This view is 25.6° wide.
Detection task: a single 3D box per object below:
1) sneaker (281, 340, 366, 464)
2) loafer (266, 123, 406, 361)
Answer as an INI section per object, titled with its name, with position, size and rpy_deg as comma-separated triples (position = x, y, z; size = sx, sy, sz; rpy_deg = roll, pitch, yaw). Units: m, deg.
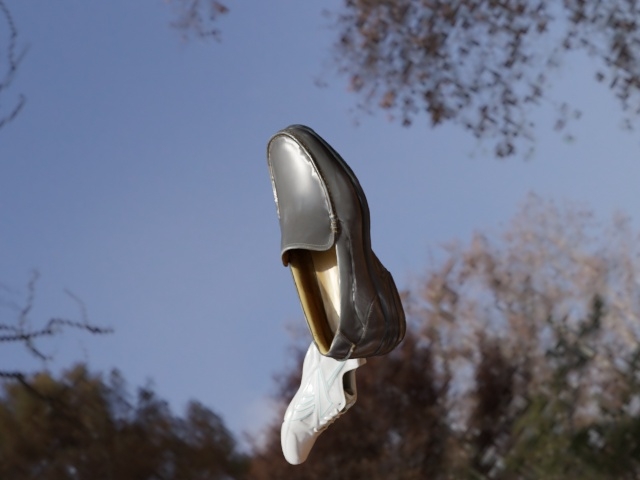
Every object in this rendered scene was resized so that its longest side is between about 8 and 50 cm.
[sneaker]
position = 0.002, 0.176, 1.517
size = 0.053, 0.061, 0.152
rpy_deg = -13, -57, -68
[loafer]
position = 0.000, 0.000, 0.942
size = 0.061, 0.170, 0.062
rpy_deg = -11, -19, -47
